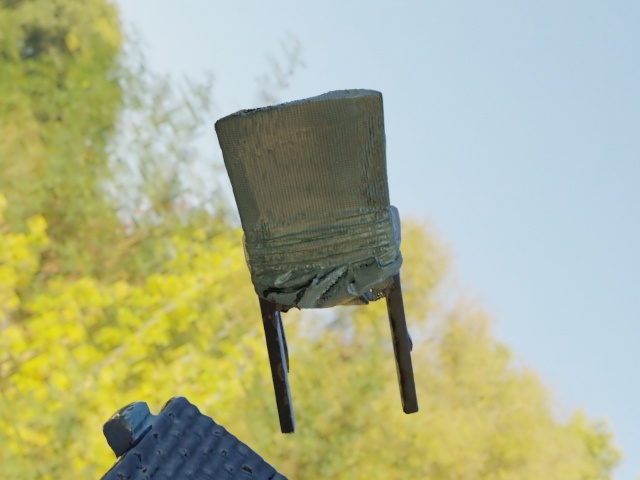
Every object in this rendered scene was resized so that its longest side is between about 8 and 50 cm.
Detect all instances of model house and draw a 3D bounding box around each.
[{"bbox_3d":[-0.208,0.391,1.800,0.297,0.360,0.339,-14,-68,35],"label":"model house"}]

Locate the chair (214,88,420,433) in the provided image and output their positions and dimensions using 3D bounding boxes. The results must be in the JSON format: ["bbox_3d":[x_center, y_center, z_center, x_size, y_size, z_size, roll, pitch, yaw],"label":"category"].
[{"bbox_3d":[0.000,0.000,1.467,0.186,0.160,0.319,-91,171,-71],"label":"chair"}]
